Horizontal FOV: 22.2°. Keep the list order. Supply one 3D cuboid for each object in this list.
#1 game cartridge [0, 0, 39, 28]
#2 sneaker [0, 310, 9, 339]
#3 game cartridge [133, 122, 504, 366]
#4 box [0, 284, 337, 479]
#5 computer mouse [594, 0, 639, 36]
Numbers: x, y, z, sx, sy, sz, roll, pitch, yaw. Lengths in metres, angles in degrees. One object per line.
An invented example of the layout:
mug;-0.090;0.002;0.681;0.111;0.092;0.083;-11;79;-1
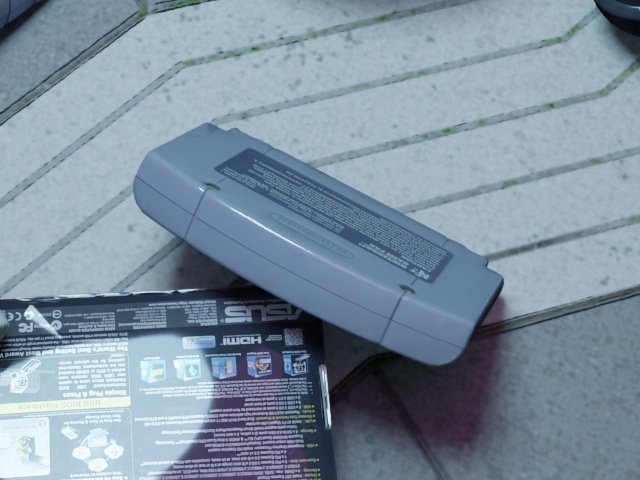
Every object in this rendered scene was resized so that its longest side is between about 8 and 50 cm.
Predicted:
game cartridge;-0.441;-0.282;1.463;0.355;0.068;0.230;37;57;11
sneaker;-0.323;0.068;1.239;0.152;0.058;0.085;-29;74;-21
game cartridge;0.000;0.000;1.337;0.297;0.062;0.198;28;24;8
box;-0.183;0.199;1.272;0.394;0.097;0.318;-3;64;-7
computer mouse;0.364;-0.264;1.542;0.272;0.072;0.188;-39;51;-25
